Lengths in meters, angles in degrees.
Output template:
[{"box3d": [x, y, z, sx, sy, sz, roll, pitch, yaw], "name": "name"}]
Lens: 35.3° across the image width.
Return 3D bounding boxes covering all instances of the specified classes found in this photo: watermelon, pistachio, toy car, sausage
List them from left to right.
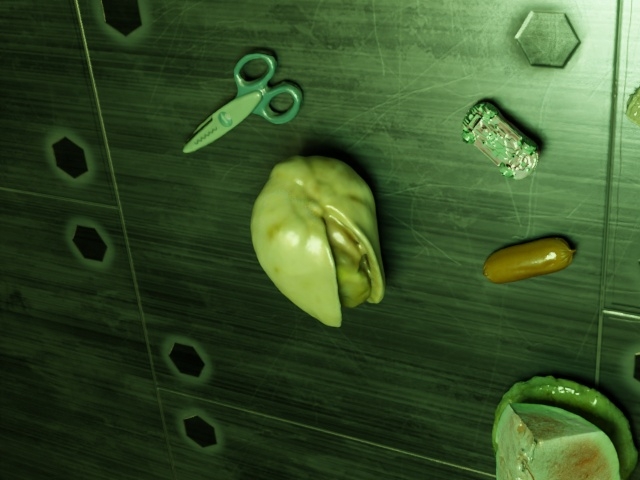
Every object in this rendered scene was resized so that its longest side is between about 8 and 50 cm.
[{"box3d": [0.000, 0.000, 1.757, 0.321, 0.229, 0.238, 67, 168, -25], "name": "pistachio"}, {"box3d": [0.288, -0.159, 1.593, 0.142, 0.055, 0.069, 45, 123, 12], "name": "toy car"}, {"box3d": [0.343, 0.034, 1.682, 0.183, 0.054, 0.062, -13, 83, 38], "name": "sausage"}, {"box3d": [0.384, 0.431, 1.726, 0.224, 0.180, 0.305, 16, 118, 34], "name": "watermelon"}]

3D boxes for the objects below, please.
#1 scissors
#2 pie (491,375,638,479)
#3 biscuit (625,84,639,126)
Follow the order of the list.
[{"box3d": [-0.157, -0.230, 1.816, 0.289, 0.041, 0.138, -29, 109, 38], "name": "scissors"}, {"box3d": [0.437, 0.359, 1.822, 0.277, 0.078, 0.277, 12, 119, 22], "name": "pie"}, {"box3d": [0.563, -0.302, 1.326, 0.144, 0.078, 0.426, 32, 129, 11], "name": "biscuit"}]
